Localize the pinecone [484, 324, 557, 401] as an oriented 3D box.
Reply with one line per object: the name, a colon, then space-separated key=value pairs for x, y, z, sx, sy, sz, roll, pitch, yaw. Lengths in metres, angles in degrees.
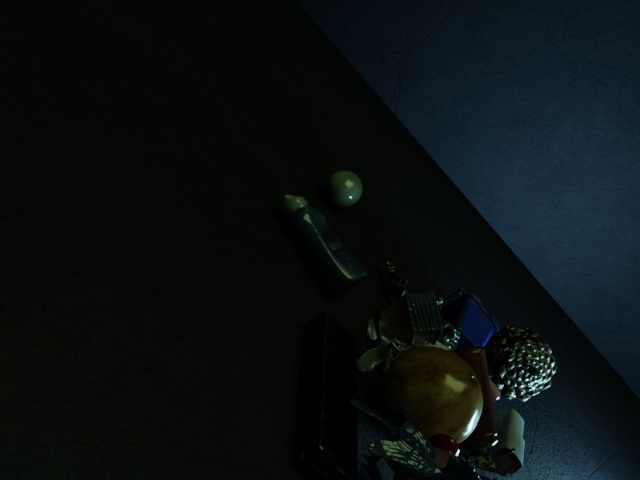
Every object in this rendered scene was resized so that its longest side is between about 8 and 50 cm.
pinecone: x=0.649 y=0.391 z=2.119 sx=0.243 sy=0.243 sz=0.257 roll=50 pitch=19 yaw=-4

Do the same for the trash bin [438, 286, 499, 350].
trash bin: x=0.427 y=0.275 z=1.978 sx=0.184 sy=0.162 sz=0.234 roll=51 pitch=30 yaw=0

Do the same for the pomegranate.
pomegranate: x=0.250 y=0.356 z=1.469 sx=0.248 sy=0.248 sz=0.248 roll=40 pitch=26 yaw=-25

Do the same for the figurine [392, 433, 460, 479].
figurine: x=0.223 y=0.498 z=1.283 sx=0.173 sy=0.173 sz=0.173 roll=40 pitch=26 yaw=-25

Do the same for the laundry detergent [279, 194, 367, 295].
laundry detergent: x=0.000 y=0.000 z=1.664 sx=0.290 sy=0.094 sz=0.143 roll=56 pitch=28 yaw=8

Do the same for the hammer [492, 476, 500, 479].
hammer: x=0.435 y=0.626 z=1.663 sx=0.110 sy=0.019 sz=0.036 roll=26 pitch=34 yaw=-41

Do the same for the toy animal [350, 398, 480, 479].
toy animal: x=0.163 y=0.383 z=1.191 sx=0.256 sy=0.176 sz=0.239 roll=59 pitch=6 yaw=5

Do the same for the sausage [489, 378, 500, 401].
sausage: x=0.483 y=0.429 z=1.966 sx=0.154 sy=0.062 sz=0.062 roll=47 pitch=24 yaw=-13

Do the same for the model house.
model house: x=0.285 y=0.241 z=1.742 sx=0.183 sy=0.172 sz=0.167 roll=36 pitch=27 yaw=-33

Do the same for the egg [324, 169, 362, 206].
egg: x=0.073 y=-0.159 z=1.992 sx=0.114 sy=0.114 sz=0.152 roll=55 pitch=20 yaw=8

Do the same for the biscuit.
biscuit: x=0.016 y=0.303 z=1.298 sx=0.107 sy=0.073 sz=0.388 roll=42 pitch=25 yaw=-22

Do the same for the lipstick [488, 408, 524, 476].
lipstick: x=0.536 y=0.570 z=1.847 sx=0.077 sy=0.079 sz=0.253 roll=51 pitch=22 yaw=2

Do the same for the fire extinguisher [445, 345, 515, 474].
fire extinguisher: x=0.418 y=0.444 z=1.673 sx=0.106 sy=0.147 sz=0.337 roll=138 pitch=-55 yaw=-79

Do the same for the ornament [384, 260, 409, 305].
ornament: x=0.230 y=0.139 z=1.895 sx=0.081 sy=0.088 sz=0.203 roll=39 pitch=25 yaw=-29

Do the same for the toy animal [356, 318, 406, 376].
toy animal: x=0.160 y=0.277 z=1.565 sx=0.155 sy=0.095 sz=0.219 roll=48 pitch=25 yaw=1
